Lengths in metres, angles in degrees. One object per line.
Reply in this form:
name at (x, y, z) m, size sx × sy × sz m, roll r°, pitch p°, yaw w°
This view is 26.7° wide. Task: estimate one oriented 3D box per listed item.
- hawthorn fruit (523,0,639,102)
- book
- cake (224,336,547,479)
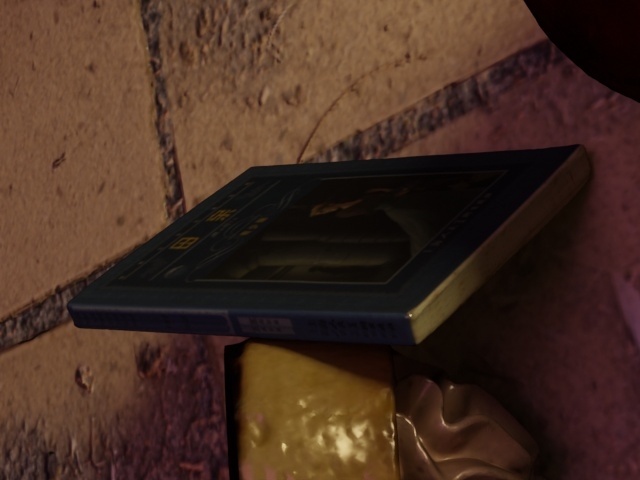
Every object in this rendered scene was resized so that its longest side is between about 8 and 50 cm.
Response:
hawthorn fruit at (0.198, -0.164, 0.585) m, size 0.265 × 0.265 × 0.307 m, roll -32°, pitch 69°, yaw 34°
book at (0.000, 0.000, 0.794) m, size 0.269 × 0.191 × 0.025 m, roll 0°, pitch 118°, yaw 42°
cake at (0.037, 0.137, 0.751) m, size 0.207 × 0.178 × 0.185 m, roll 180°, pitch 86°, yaw -81°
